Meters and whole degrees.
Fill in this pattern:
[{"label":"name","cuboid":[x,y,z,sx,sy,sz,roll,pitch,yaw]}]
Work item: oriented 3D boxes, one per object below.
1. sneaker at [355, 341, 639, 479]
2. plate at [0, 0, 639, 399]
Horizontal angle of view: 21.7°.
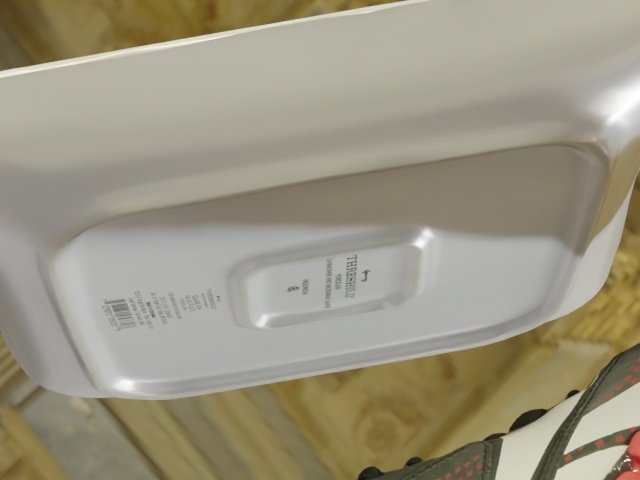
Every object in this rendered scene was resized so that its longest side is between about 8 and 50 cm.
[{"label":"sneaker","cuboid":[0.076,0.107,0.606,0.135,0.276,0.097,17,-44,32]},{"label":"plate","cuboid":[0.000,0.000,0.648,0.277,0.278,0.045,89,-9,-68]}]
